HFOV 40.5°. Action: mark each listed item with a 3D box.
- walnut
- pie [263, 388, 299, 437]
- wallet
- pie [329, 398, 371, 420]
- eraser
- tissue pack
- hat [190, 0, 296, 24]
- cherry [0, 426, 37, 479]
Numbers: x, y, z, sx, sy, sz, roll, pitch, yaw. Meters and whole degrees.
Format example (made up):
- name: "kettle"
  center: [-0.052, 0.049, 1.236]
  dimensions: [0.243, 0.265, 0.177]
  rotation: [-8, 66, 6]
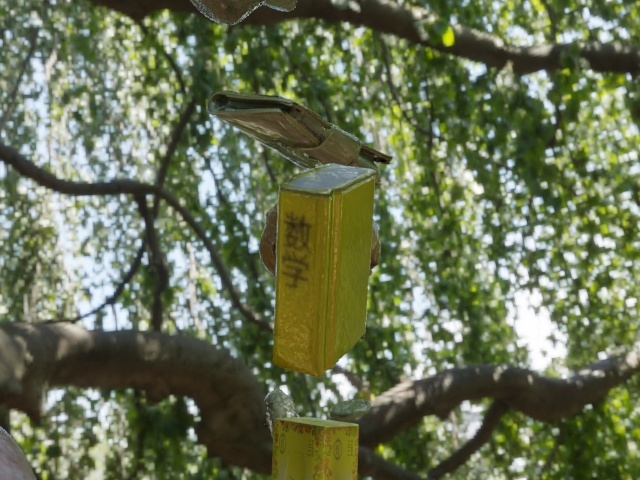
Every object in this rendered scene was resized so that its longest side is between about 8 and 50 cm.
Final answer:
- name: "walnut"
  center: [0.000, 0.000, 1.164]
  dimensions: [0.167, 0.166, 0.149]
  rotation: [-9, -7, 1]
- name: "pie"
  center: [-0.043, 0.375, 1.425]
  dimensions: [0.055, 0.274, 0.274]
  rotation: [-15, -18, -9]
- name: "wallet"
  center: [-0.033, -0.190, 1.619]
  dimensions: [0.223, 0.077, 0.309]
  rotation: [15, -7, 43]
- name: "pie"
  center: [0.055, 0.315, 1.613]
  dimensions: [0.085, 0.017, 0.085]
  rotation: [-11, 7, 2]
- name: "eraser"
  center: [0.004, 0.028, 0.995]
  dimensions: [0.069, 0.226, 0.158]
  rotation: [9, 17, 23]
- name: "tissue pack"
  center: [-0.010, 0.308, 1.056]
  dimensions: [0.062, 0.176, 0.095]
  rotation: [9, -9, -44]
- name: "hat"
  center: [-0.181, -0.482, 1.617]
  dimensions: [0.130, 0.257, 0.257]
  rotation: [-49, -17, -10]
- name: "cherry"
  center: [-0.577, 0.414, 1.266]
  dimensions: [0.326, 0.335, 0.291]
  rotation: [-22, -47, -26]
